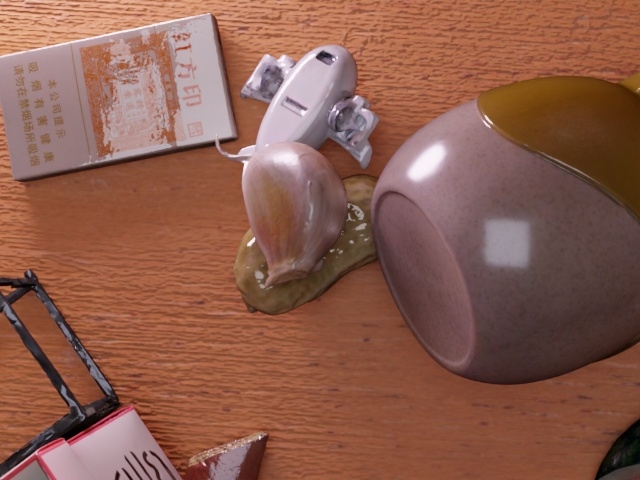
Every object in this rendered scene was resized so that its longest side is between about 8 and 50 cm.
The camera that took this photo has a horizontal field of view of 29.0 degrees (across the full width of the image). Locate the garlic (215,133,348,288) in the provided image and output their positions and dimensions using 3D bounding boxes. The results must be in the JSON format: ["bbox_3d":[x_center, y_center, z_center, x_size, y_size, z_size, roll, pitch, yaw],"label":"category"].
[{"bbox_3d":[-0.047,-0.082,1.796,0.148,0.128,0.266,-14,57,-15],"label":"garlic"}]

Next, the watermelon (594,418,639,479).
[{"bbox_3d":[0.523,0.323,1.869,0.207,0.136,0.202,-35,125,-22],"label":"watermelon"}]

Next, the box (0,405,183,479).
[{"bbox_3d":[-0.357,0.469,1.801,0.312,0.300,0.314,-37,85,19],"label":"box"}]

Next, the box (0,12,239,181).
[{"bbox_3d":[-0.325,-0.224,1.968,0.365,0.051,0.205,-11,87,6],"label":"box"}]

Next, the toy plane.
[{"bbox_3d":[-0.026,-0.185,1.904,0.252,0.118,0.252,-5,77,21],"label":"toy plane"}]

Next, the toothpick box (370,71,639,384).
[{"bbox_3d":[0.322,-0.022,1.710,0.425,0.409,0.409,-23,86,-17],"label":"toothpick box"}]

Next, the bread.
[{"bbox_3d":[-0.156,0.380,1.926,0.119,0.067,0.192,12,90,6],"label":"bread"}]

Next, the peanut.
[{"bbox_3d":[-0.006,-0.002,1.881,0.291,0.159,0.143,-32,123,-8],"label":"peanut"}]

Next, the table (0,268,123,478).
[{"bbox_3d":[-0.536,0.245,1.895,0.335,0.222,0.272,-36,85,4],"label":"table"}]
